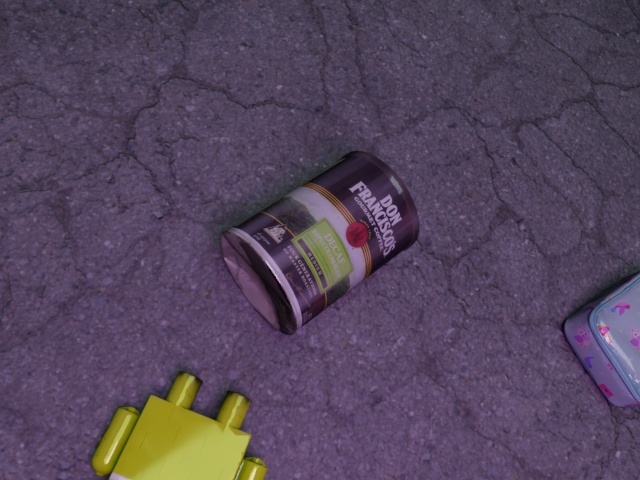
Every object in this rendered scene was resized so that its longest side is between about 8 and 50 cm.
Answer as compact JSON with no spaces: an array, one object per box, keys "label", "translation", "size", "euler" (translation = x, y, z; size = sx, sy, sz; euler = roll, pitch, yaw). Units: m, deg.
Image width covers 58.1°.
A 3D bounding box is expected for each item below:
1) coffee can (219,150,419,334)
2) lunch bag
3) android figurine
[{"label":"coffee can","translation":[0.000,0.000,0.976],"size":[0.275,0.201,0.201],"euler":[-35,82,-24]},{"label":"lunch bag","translation":[0.643,0.188,1.135],"size":[0.279,0.108,0.224],"euler":[-25,78,-23]},{"label":"android figurine","translation":[-0.210,0.341,0.847],"size":[0.249,0.056,0.272],"euler":[20,66,1]}]
